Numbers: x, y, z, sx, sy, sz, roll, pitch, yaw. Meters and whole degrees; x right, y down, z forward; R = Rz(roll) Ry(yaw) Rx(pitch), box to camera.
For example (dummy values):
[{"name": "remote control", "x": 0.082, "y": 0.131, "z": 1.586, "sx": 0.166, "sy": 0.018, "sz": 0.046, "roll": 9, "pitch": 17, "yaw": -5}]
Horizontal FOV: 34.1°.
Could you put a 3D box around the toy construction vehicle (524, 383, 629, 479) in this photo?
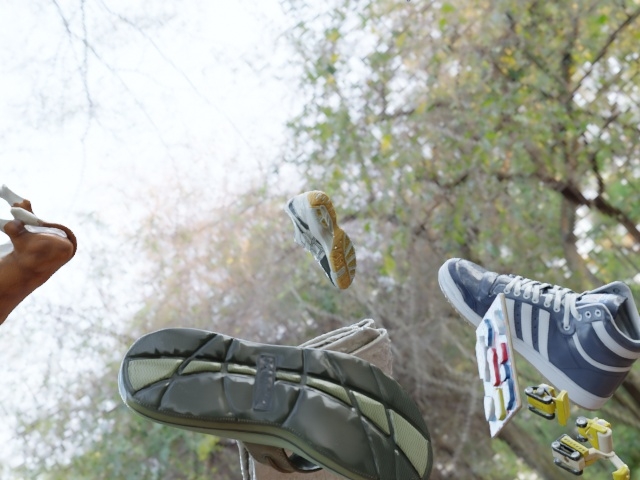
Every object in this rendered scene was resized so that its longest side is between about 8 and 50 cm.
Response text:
[{"name": "toy construction vehicle", "x": 0.246, "y": 0.181, "z": 0.991, "sx": 0.035, "sy": 0.098, "sz": 0.086, "roll": -32, "pitch": -60, "yaw": -26}]

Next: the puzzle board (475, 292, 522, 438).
[{"name": "puzzle board", "x": 0.185, "y": 0.134, "z": 1.107, "sx": 0.011, "sy": 0.128, "sz": 0.096, "roll": 2, "pitch": -30, "yaw": -9}]

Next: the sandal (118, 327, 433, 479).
[{"name": "sandal", "x": -0.039, "y": 0.160, "z": 0.976, "sx": 0.086, "sy": 0.302, "sz": 0.120, "roll": 110, "pitch": 177, "yaw": -49}]

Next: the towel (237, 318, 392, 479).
[{"name": "towel", "x": 0.004, "y": 0.234, "z": 1.136, "sx": 0.187, "sy": 0.049, "sz": 0.282, "roll": -22, "pitch": -59, "yaw": -25}]

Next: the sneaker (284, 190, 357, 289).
[{"name": "sneaker", "x": 0.000, "y": 0.000, "z": 0.810, "sx": 0.037, "sy": 0.083, "sz": 0.032, "roll": -8, "pitch": 21, "yaw": 38}]

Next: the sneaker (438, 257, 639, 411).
[{"name": "sneaker", "x": 0.300, "y": 0.084, "z": 1.377, "sx": 0.099, "sy": 0.282, "sz": 0.153, "roll": -38, "pitch": -17, "yaw": -51}]

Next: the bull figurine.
[{"name": "bull figurine", "x": -0.523, "y": 0.065, "z": 1.601, "sx": 0.310, "sy": 0.101, "sz": 0.188, "roll": -45, "pitch": -56, "yaw": -10}]
